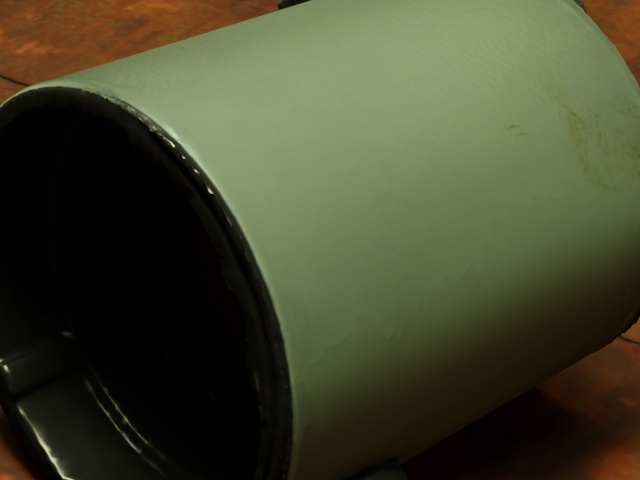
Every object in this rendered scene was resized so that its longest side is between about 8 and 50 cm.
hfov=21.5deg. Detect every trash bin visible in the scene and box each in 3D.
[{"bbox_3d":[0.000,0.000,0.784,0.262,0.217,0.277,-22,74,-41],"label":"trash bin"}]
